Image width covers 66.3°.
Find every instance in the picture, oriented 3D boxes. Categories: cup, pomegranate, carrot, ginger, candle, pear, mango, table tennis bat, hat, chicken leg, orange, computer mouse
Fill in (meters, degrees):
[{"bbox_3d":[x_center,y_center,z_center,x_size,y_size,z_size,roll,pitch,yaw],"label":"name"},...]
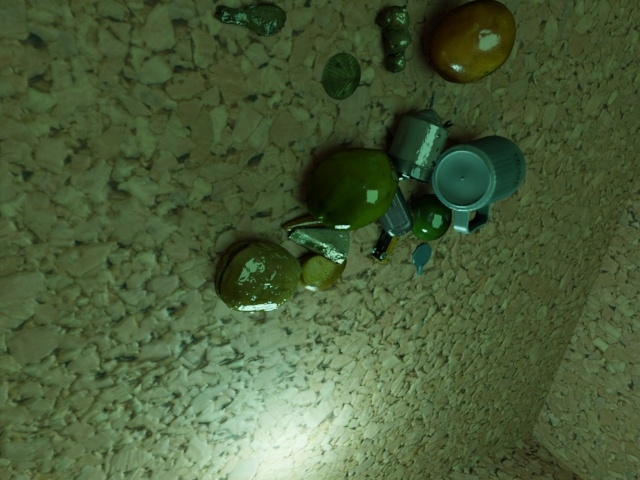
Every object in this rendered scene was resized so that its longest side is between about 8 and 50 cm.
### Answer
[{"bbox_3d":[0.574,-0.226,1.852,0.311,0.257,0.331,-20,146,-49],"label":"cup"},{"bbox_3d":[0.400,-0.097,1.919,0.225,0.187,0.187,8,112,-10],"label":"pomegranate"},{"bbox_3d":[-0.008,-0.069,1.727,0.271,0.066,0.062,-1,76,-31],"label":"carrot"},{"bbox_3d":[0.241,-0.641,1.570,0.104,0.080,0.204,-9,124,7],"label":"ginger"},{"bbox_3d":[0.352,-0.367,1.728,0.187,0.187,0.330,11,105,-37],"label":"candle"},{"bbox_3d":[0.106,-0.172,1.623,0.321,0.269,0.269,-40,131,6],"label":"pear"},{"bbox_3d":[0.005,0.106,1.802,0.217,0.102,0.141,-24,100,-27],"label":"mango"},{"bbox_3d":[0.440,0.082,2.132,0.100,0.019,0.155,-15,120,-27],"label":"table tennis bat"},{"bbox_3d":[0.085,-0.510,1.541,0.146,0.067,0.146,-16,122,-27],"label":"hat"},{"bbox_3d":[-0.185,-0.597,1.316,0.198,0.069,0.085,-4,115,-25],"label":"chicken leg"},{"bbox_3d":[0.500,-0.647,1.610,0.284,0.284,0.226,-20,82,-24],"label":"orange"},{"bbox_3d":[0.265,-0.125,1.838,0.120,0.057,0.232,-26,106,10],"label":"computer mouse"}]

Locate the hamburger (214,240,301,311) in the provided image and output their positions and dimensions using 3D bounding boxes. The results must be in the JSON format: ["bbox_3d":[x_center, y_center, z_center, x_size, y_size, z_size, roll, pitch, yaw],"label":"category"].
[{"bbox_3d":[-0.203,0.127,1.645,0.283,0.144,0.259,5,109,-41],"label":"hamburger"}]

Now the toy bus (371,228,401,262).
[{"bbox_3d":[0.270,0.004,1.941,0.074,0.069,0.162,12,109,-38],"label":"toy bus"}]

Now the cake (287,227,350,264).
[{"bbox_3d":[0.007,-0.014,1.738,0.220,0.086,0.117,28,54,-11],"label":"cake"}]
